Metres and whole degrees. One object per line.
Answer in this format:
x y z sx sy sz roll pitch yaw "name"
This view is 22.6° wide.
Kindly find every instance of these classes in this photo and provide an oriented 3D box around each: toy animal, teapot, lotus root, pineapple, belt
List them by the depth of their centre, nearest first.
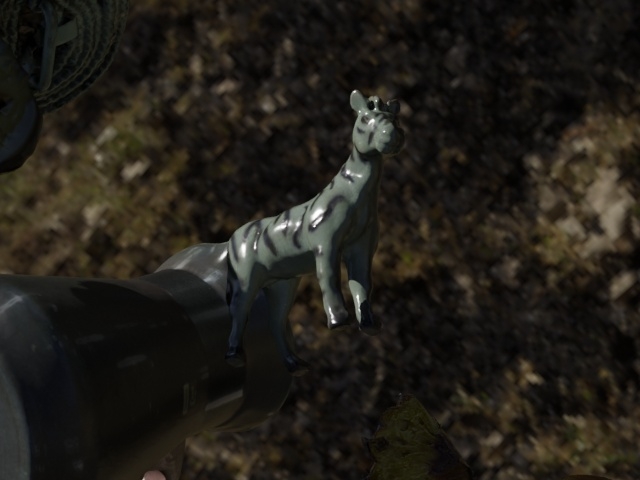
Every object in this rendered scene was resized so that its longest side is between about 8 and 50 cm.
0.007 0.011 1.363 0.255 0.090 0.170 -42 48 26 "toy animal"
-0.353 -0.118 1.424 0.078 0.203 0.183 -31 82 37 "lotus root"
-0.209 0.152 1.504 0.253 0.344 0.300 28 118 34 "teapot"
0.099 0.227 1.613 0.116 0.069 0.137 7 65 24 "pineapple"
-0.309 -0.260 1.698 0.160 0.207 0.295 54 144 28 "belt"

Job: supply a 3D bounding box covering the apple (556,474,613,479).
0.287 0.320 1.731 0.146 0.146 0.146 -24 45 26 "apple"
